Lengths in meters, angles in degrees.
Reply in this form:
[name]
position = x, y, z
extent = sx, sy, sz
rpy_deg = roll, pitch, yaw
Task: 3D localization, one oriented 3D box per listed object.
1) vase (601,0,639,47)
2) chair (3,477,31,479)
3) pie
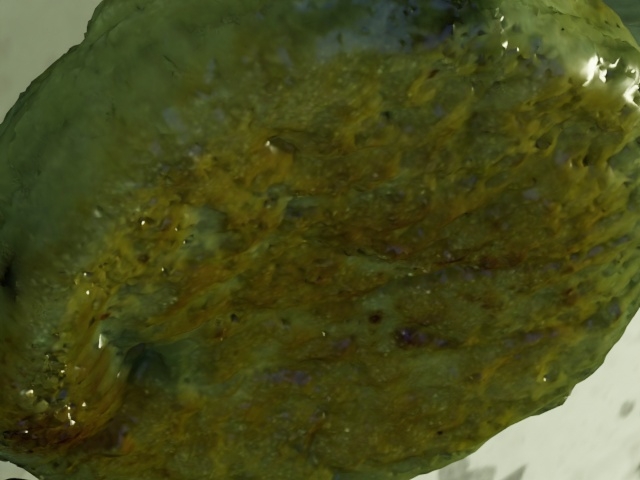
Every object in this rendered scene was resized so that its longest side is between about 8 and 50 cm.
[vase]
position = 0.099, -0.138, 0.649
extent = 0.299, 0.143, 0.143
rpy_deg = 32, 93, -46
[chair]
position = -0.066, 0.193, 0.704
extent = 0.272, 0.166, 0.188
rpy_deg = -68, 176, -72
[pie]
position = 0.000, 0.000, 0.633
extent = 0.277, 0.078, 0.277
rpy_deg = -16, 144, -12
